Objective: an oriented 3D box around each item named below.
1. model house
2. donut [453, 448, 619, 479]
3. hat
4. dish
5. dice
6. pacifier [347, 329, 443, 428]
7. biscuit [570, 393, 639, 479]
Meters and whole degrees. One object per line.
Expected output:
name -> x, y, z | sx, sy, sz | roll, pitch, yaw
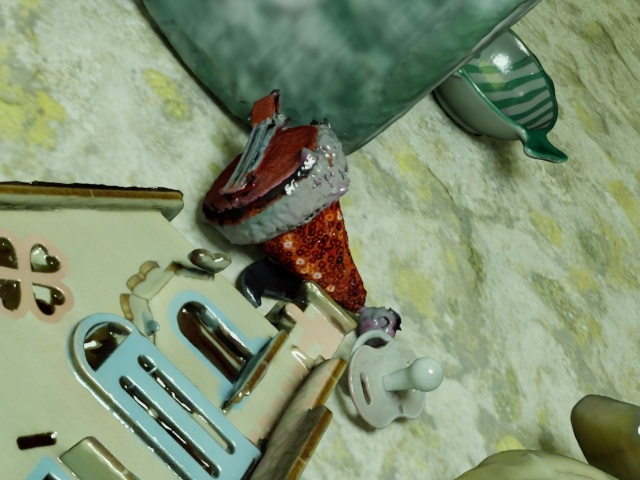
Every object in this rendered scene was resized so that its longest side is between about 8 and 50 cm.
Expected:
model house -> -0.134, 0.074, 0.592 | 0.244, 0.169, 0.326 | 44, 38, -5
donut -> 0.185, 0.308, 0.740 | 0.371, 0.150, 0.307 | 28, 41, -28
hat -> -0.002, 0.000, 0.870 | 0.227, 0.129, 0.140 | 55, 10, -24
dish -> 0.202, -0.179, 1.239 | 0.224, 0.078, 0.246 | 6, 55, -44
dice -> 0.046, -0.305, 0.971 | 0.328, 0.330, 0.348 | 51, 37, -1
pacifier -> 0.066, 0.110, 0.843 | 0.099, 0.078, 0.081 | -6, 80, -48
biscuit -> 0.348, 0.264, 0.871 | 0.062, 0.237, 0.290 | -41, 112, -18
